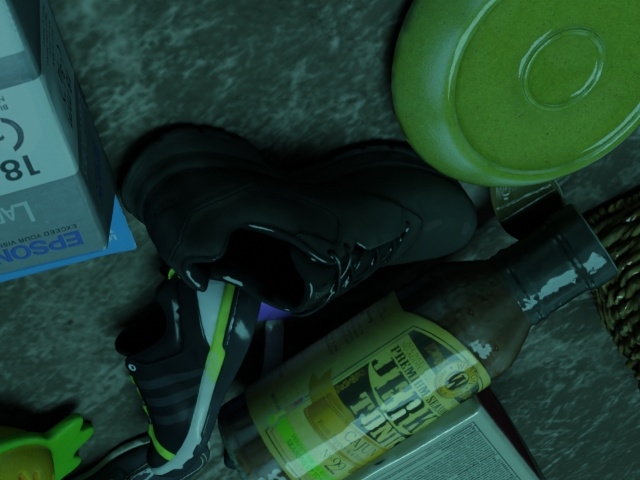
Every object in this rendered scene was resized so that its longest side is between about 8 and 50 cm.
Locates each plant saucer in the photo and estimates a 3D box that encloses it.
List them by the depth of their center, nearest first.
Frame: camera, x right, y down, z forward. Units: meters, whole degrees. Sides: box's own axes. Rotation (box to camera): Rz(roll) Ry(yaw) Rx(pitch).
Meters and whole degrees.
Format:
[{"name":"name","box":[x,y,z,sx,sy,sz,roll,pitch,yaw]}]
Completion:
[{"name":"plant saucer","box":[0.169,-0.131,0.893,0.241,0.037,0.241,-13,130,-15]}]

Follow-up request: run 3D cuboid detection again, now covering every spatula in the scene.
[{"name":"spatula","box":[-0.047,0.115,1.077,0.084,0.030,0.296,-3,136,-23]}]

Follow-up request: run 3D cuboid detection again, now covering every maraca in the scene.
[{"name":"maraca","box":[-0.264,0.200,1.012,0.185,0.099,0.127,-22,151,-48]}]

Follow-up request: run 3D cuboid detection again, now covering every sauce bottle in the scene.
[{"name":"sauce bottle","box":[0.079,0.091,1.010,0.344,0.111,0.111,-35,139,8]}]

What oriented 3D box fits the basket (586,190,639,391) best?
[{"name":"basket","box":[0.412,0.049,1.096,0.299,0.223,0.213,-28,140,2]}]

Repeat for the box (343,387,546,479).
[{"name":"box","box":[0.102,0.192,1.162,0.148,0.127,0.232,-31,140,6]}]

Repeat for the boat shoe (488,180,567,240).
[{"name":"boat shoe","box":[0.181,-0.029,1.038,0.056,0.048,0.153,-32,134,18]}]

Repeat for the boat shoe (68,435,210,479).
[{"name":"boat shoe","box":[-0.188,0.238,1.110,0.206,0.065,0.075,-24,140,-2]}]

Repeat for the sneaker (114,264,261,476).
[{"name":"sneaker","box":[-0.121,0.097,1.005,0.097,0.084,0.235,18,127,-9]}]

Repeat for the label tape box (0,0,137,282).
[{"name":"label tape box","box":[-0.256,-0.038,0.728,0.240,0.106,0.334,-14,139,-1]}]

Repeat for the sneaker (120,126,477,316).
[{"name":"sneaker","box":[0.000,0.000,0.903,0.286,0.130,0.109,0,132,-29]}]
